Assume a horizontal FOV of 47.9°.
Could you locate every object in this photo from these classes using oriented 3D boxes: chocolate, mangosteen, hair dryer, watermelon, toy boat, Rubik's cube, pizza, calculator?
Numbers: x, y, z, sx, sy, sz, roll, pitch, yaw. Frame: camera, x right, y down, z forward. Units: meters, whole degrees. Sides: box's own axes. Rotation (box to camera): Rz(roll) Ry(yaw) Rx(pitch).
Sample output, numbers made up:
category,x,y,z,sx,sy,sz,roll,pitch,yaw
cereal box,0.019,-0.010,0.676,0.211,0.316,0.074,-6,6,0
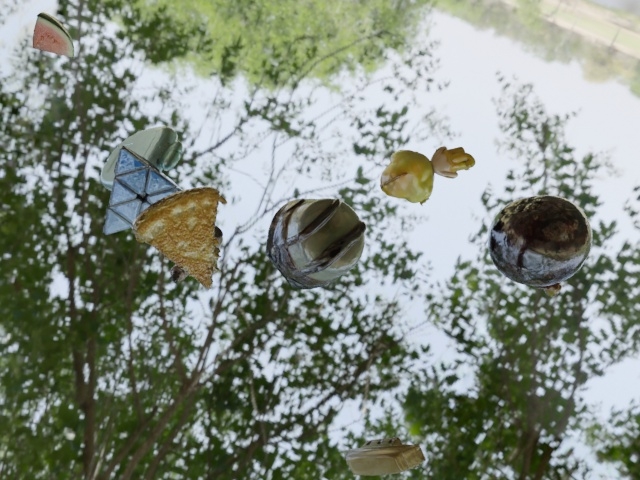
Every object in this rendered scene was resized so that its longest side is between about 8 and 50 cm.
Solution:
category,x,y,z,sx,sy,sz,roll,pitch,yaw
chocolate,0.000,0.000,2.079,0.283,0.284,0.186,13,172,-23
mangosteen,0.505,0.029,1.655,0.235,0.261,0.235,-17,-156,8
hair dryer,-0.283,0.042,1.589,0.064,0.117,0.182,35,-151,-2
watermelon,-0.677,-0.511,1.776,0.125,0.094,0.135,52,174,19
toy boat,0.134,0.451,1.507,0.077,0.200,0.057,-29,-84,-46
Rubik's cube,-0.338,-0.112,1.498,0.178,0.190,0.211,17,-117,-1
pizza,-0.253,0.002,1.399,0.188,0.199,0.062,-20,-169,-4
calculator,-0.432,-0.196,1.730,0.295,0.184,0.042,-1,147,43

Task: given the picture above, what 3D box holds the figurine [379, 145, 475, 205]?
category,x,y,z,sx,sy,sz,roll,pitch,yaw
figurine,0.262,-0.174,1.819,0.246,0.131,0.156,-23,-98,-14
